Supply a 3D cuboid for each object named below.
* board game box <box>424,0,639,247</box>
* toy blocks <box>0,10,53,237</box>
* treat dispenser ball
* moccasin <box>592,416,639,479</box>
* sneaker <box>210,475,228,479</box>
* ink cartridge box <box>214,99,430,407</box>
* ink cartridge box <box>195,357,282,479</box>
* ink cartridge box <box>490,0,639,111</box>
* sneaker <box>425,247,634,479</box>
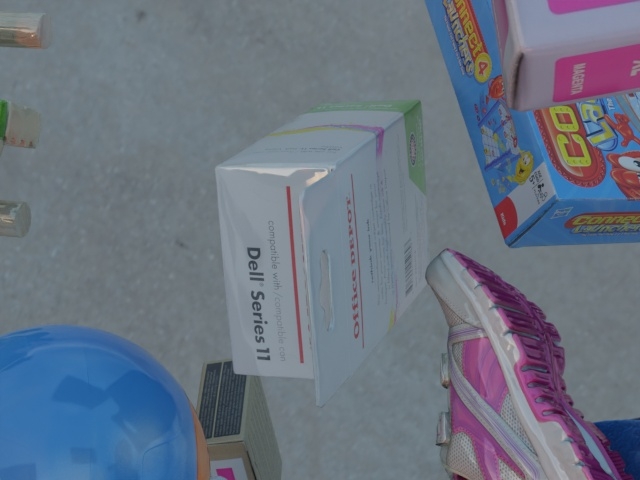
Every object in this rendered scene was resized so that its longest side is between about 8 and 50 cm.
[{"bbox_3d":[0.275,-0.150,1.255,0.302,0.086,0.308,-2,63,-29],"label":"board game box"},{"bbox_3d":[-0.472,-0.130,1.411,0.260,0.308,0.288,5,-1,14],"label":"toy blocks"},{"bbox_3d":[-0.248,0.222,1.244,0.288,0.288,0.288,18,43,-18],"label":"treat dispenser ball"},{"bbox_3d":[0.282,0.192,0.964,0.117,0.342,0.137,35,44,-46],"label":"moccasin"},{"bbox_3d":[-0.149,0.411,1.710,0.153,0.268,0.101,-29,52,-8],"label":"sneaker"},{"bbox_3d":[0.000,0.000,1.251,0.119,0.207,0.353,2,17,20],"label":"ink cartridge box"},{"bbox_3d":[-0.123,0.325,1.996,0.088,0.234,0.193,-7,33,7],"label":"ink cartridge box"},{"bbox_3d":[0.206,-0.163,0.466,0.311,0.065,0.185,-8,73,3],"label":"ink cartridge box"},{"bbox_3d":[0.124,0.118,0.957,0.103,0.111,0.252,26,34,-48],"label":"sneaker"}]
